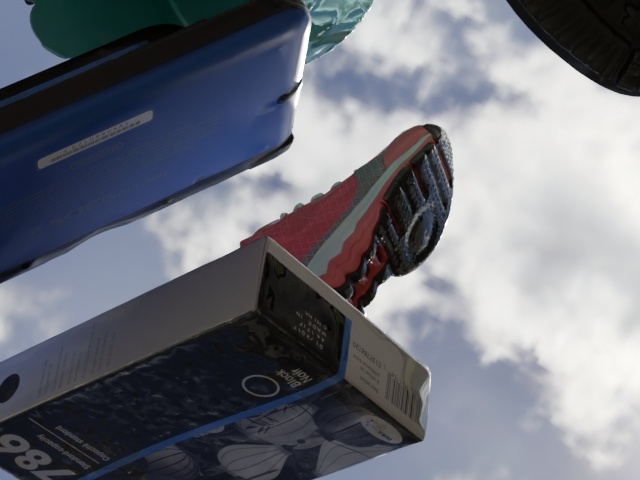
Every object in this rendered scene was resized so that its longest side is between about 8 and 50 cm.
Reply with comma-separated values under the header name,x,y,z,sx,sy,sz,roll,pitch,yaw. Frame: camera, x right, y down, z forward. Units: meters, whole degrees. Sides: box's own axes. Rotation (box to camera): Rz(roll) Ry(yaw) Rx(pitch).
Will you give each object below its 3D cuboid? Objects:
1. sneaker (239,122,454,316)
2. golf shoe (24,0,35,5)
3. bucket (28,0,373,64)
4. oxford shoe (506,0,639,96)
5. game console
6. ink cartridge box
name,x,y,z,sx,sy,sz,roll,pitch,yaw
sneaker,0.000,0.000,1.512,0.136,0.116,0.314,23,-120,30
golf shoe,-0.184,-0.184,1.562,0.198,0.077,0.094,41,-120,-5
bucket,-0.089,-0.251,1.345,0.281,0.281,0.183,42,-157,20
oxford shoe,0.086,-0.161,0.696,0.227,0.083,0.096,56,-165,-10
game console,-0.178,-0.086,1.076,0.293,0.250,0.173,-26,-110,-17
ink cartridge box,-0.108,0.117,1.129,0.165,0.332,0.065,39,-137,-33
